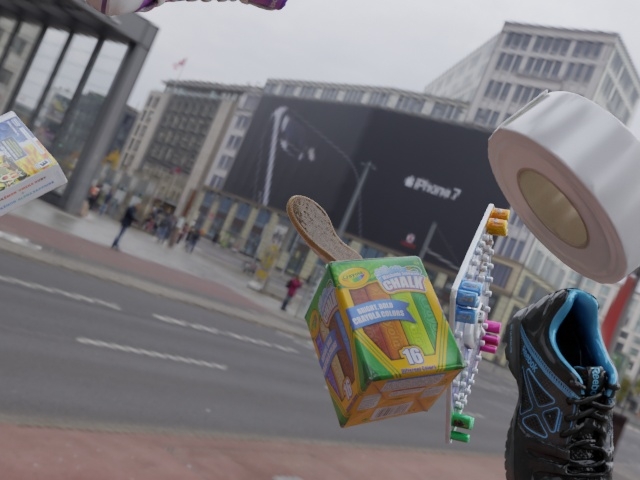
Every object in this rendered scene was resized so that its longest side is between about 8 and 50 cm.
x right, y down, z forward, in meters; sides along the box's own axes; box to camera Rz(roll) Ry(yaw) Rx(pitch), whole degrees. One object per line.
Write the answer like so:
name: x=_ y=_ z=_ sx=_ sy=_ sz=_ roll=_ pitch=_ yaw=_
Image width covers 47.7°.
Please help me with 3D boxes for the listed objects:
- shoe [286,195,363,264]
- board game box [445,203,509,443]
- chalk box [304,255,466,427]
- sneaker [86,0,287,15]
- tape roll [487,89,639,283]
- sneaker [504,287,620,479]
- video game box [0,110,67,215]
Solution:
shoe: x=0.000 y=0.000 z=1.444 sx=0.058 sy=0.077 sz=0.219 roll=-15 pitch=-56 yaw=50
board game box: x=0.344 y=0.175 z=1.568 sx=0.050 sy=0.390 sz=0.390 roll=8 pitch=31 yaw=21
chalk box: x=0.092 y=0.143 z=1.252 sx=0.180 sy=0.289 sz=0.179 roll=-5 pitch=-35 yaw=-22
sneaker: x=-0.117 y=-0.297 z=0.785 sx=0.161 sy=0.282 sz=0.102 roll=34 pitch=-42 yaw=0
tape roll: x=0.375 y=-0.076 z=1.063 sx=0.286 sy=0.100 sz=0.286 roll=52 pitch=-4 yaw=6
sneaker: x=0.305 y=0.223 z=0.902 sx=0.125 sy=0.341 sz=0.140 roll=3 pitch=-27 yaw=-12
video game box: x=-0.531 y=-0.110 z=1.146 sx=0.205 sy=0.187 sz=0.048 roll=39 pitch=-26 yaw=37
